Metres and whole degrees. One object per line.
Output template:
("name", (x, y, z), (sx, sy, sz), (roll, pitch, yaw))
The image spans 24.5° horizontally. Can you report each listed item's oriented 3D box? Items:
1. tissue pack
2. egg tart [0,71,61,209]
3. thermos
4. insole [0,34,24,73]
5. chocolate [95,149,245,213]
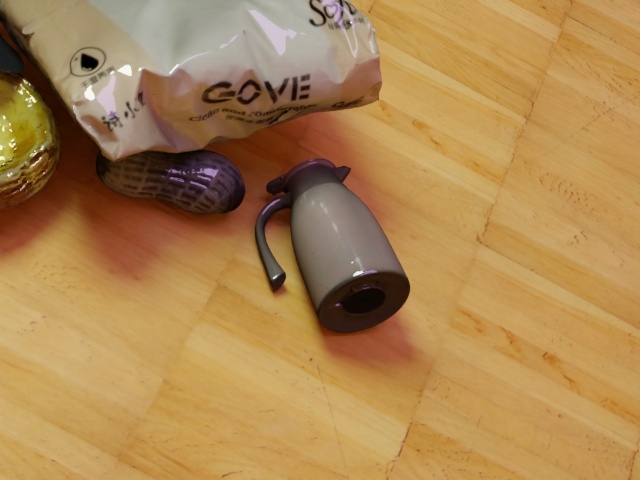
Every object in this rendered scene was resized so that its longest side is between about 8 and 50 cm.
("tissue pack", (-0.157, -0.233, 1.632), (0.375, 0.195, 0.390), (-15, 43, -27))
("egg tart", (-0.371, -0.104, 1.514), (0.212, 0.090, 0.212), (15, 46, -16))
("thermos", (0.000, 0.000, 1.609), (0.137, 0.105, 0.193), (-22, 56, -2))
("insole", (-0.378, -0.229, 1.605), (0.080, 0.003, 0.232), (12, 22, -33))
("chocolate", (-0.161, -0.071, 1.600), (0.167, 0.072, 0.072), (13, 49, -12))
